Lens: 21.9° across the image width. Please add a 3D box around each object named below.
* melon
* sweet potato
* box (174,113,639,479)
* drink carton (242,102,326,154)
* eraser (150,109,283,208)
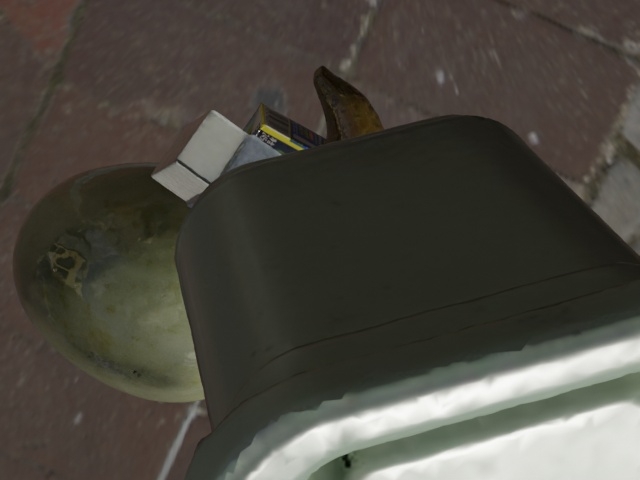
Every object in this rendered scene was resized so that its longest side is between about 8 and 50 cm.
[{"bbox_3d":[-0.172,0.040,1.746,0.308,0.272,0.271,22,105,-3],"label":"melon"},{"bbox_3d":[0.032,-0.015,1.277,0.059,0.069,0.249,-3,70,-13],"label":"sweet potato"},{"bbox_3d":[0.046,0.115,0.567,0.175,0.182,0.311,-14,122,-7],"label":"box"},{"bbox_3d":[-0.004,-0.057,1.583,0.166,0.056,0.071,28,118,-18],"label":"drink carton"},{"bbox_3d":[0.000,0.000,1.022,0.212,0.092,0.046,35,78,-12],"label":"eraser"}]
